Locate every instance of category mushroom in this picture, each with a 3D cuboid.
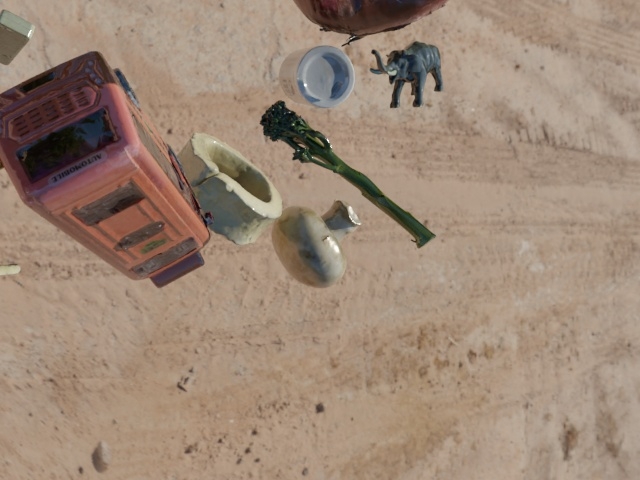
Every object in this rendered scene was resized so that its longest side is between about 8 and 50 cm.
[{"bbox_3d":[0.000,0.000,1.878,0.290,0.297,0.297,-34,109,-9],"label":"mushroom"}]

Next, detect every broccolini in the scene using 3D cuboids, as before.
[{"bbox_3d":[0.046,-0.112,1.067,0.392,0.079,0.074,40,82,2],"label":"broccolini"}]

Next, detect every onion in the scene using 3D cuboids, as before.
[{"bbox_3d":[0.089,-0.447,0.842,0.314,0.314,0.232,-62,148,-26],"label":"onion"}]

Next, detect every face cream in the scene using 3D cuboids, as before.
[{"bbox_3d":[-0.035,-0.424,1.508,0.145,0.370,0.145,-4,105,-15],"label":"face cream"}]

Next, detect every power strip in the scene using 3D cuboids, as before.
[{"bbox_3d":[-0.929,-0.579,1.694,0.093,0.288,0.053,23,69,-39],"label":"power strip"}]

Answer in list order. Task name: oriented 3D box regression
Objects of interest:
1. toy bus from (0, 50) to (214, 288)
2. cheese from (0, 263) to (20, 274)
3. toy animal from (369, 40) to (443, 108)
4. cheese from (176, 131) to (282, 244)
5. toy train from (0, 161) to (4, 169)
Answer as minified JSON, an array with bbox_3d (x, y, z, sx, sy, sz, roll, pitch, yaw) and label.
[{"bbox_3d":[-0.329,-0.089,0.955,0.203,0.427,0.233,-28,70,-5],"label":"toy bus"},{"bbox_3d":[-0.884,0.075,1.346,0.400,0.085,0.034,3,87,-74],"label":"cheese"},{"bbox_3d":[0.186,-0.356,1.253,0.269,0.082,0.137,-29,122,-47],"label":"toy animal"},{"bbox_3d":[-0.277,-0.151,1.672,0.332,0.153,0.292,34,22,-25],"label":"cheese"},{"bbox_3d":[-0.684,-0.175,0.941,0.232,0.369,0.163,-27,88,-4],"label":"toy train"}]
